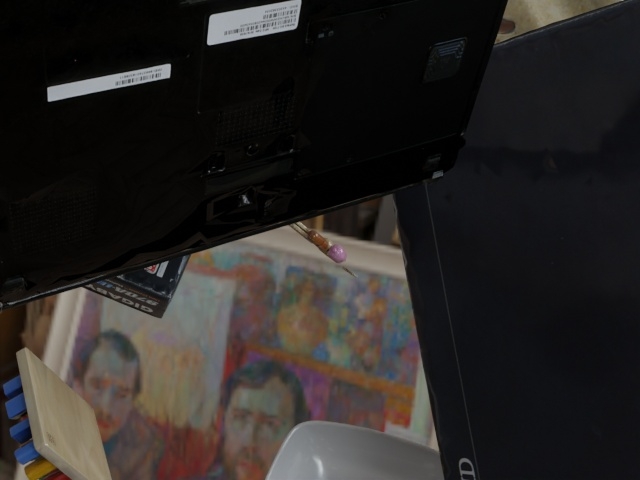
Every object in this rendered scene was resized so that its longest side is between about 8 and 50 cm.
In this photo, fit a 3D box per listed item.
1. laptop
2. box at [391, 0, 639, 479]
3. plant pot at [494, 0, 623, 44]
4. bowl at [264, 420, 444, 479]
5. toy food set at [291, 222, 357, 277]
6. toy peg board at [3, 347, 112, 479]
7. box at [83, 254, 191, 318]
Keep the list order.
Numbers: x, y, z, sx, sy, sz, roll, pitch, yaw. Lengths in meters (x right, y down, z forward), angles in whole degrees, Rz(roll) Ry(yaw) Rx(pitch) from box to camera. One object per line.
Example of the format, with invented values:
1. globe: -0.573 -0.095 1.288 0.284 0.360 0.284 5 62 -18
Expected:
1. laptop: -0.061 -0.067 0.438 0.234 0.264 0.136 -18 53 -26
2. box: 0.220 0.040 0.539 0.179 0.343 0.312 -11 2 -40
3. plant pot: 0.203 -0.235 0.928 0.333 0.334 0.305 9 -2 20
4. bowl: 0.023 0.212 0.727 0.142 0.053 0.142 10 62 25
5. toy food set: 0.000 0.000 1.287 0.122 0.019 0.078 39 -2 -16
6. toy peg board: -0.341 0.247 1.241 0.079 0.161 0.161 -31 45 1
7. box: -0.139 -0.085 0.653 0.175 0.220 0.051 23 -22 -8
